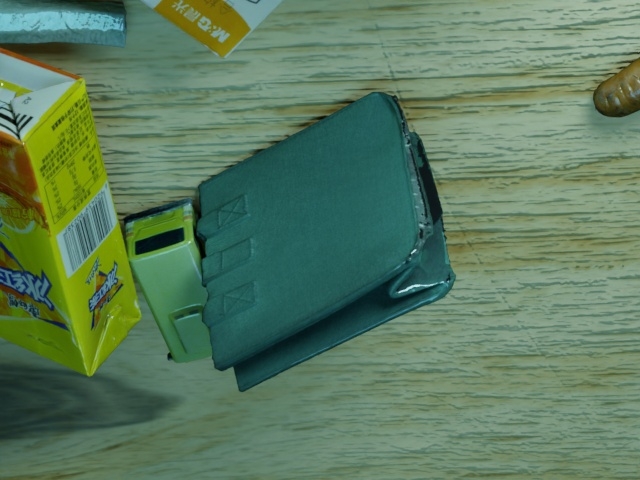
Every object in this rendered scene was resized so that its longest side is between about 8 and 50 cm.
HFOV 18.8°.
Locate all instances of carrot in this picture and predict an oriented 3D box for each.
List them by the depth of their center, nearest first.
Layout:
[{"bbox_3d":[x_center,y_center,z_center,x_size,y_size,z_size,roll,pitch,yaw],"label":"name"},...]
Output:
[{"bbox_3d":[0.370,-0.184,2.043,0.186,0.060,0.060,-26,126,22],"label":"carrot"}]

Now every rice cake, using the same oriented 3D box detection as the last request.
[{"bbox_3d":[-0.319,-0.222,1.970,0.245,0.042,0.045,0,126,-4],"label":"rice cake"}]

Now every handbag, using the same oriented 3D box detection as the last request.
[{"bbox_3d":[0.004,0.001,2.035,0.274,0.269,0.100,-30,134,18],"label":"handbag"}]

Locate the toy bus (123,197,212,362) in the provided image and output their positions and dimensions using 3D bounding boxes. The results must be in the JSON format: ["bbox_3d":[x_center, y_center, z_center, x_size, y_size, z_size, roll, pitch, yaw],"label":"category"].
[{"bbox_3d":[-0.154,0.051,2.160,0.088,0.101,0.175,-17,126,5],"label":"toy bus"}]

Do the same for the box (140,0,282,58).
[{"bbox_3d":[-0.124,-0.333,1.865,0.274,0.091,0.221,32,121,-25],"label":"box"}]

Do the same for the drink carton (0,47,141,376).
[{"bbox_3d":[-0.300,-0.028,2.021,0.154,0.111,0.351,21,143,25],"label":"drink carton"}]
